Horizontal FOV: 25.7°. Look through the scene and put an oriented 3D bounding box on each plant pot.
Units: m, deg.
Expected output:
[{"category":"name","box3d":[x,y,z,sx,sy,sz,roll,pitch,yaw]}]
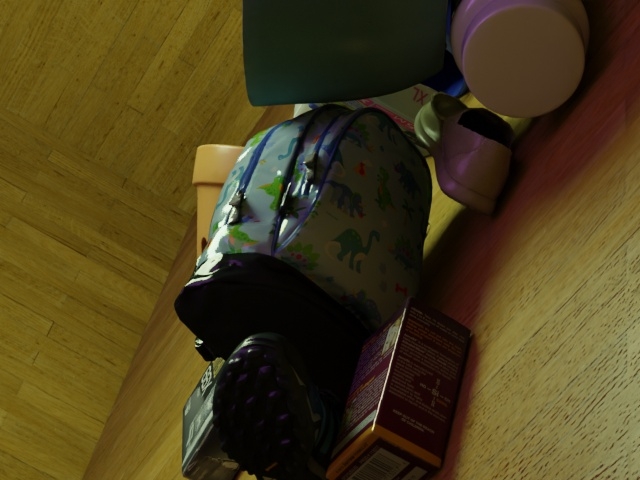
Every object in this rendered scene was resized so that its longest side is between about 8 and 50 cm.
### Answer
[{"category":"plant pot","box3d":[-0.072,-0.016,2.188,0.291,0.291,0.203,168,115,-76]},{"category":"plant pot","box3d":[0.040,-0.304,1.705,0.293,0.235,0.293,3,-90,-86]}]

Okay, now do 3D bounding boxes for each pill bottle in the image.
[{"category":"pill bottle","box3d":[0.234,-0.262,1.668,0.161,0.161,0.283,-54,12,27]}]

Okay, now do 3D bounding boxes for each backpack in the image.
[{"category":"backpack","box3d":[0.000,0.000,1.702,0.273,0.290,0.355,-33,30,24]}]

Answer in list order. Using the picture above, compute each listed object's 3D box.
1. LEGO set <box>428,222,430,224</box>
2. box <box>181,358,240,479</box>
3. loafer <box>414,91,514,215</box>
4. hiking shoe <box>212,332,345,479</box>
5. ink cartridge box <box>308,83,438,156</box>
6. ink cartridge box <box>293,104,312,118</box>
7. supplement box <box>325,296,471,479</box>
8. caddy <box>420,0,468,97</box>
[{"category":"LEGO set","box3d":[0.114,0.007,1.869,0.083,0.023,0.054,-60,11,-5]},{"category":"box","box3d":[-0.130,0.236,2.232,0.242,0.076,0.307,-58,11,9]},{"category":"loafer","box3d":[0.186,-0.122,1.710,0.092,0.102,0.268,-54,21,20]},{"category":"hiking shoe","box3d":[-0.032,0.190,1.472,0.132,0.113,0.304,-66,-26,-42]},{"category":"ink cartridge box","box3d":[0.092,-0.189,2.055,0.065,0.186,0.311,-63,10,-5]},{"category":"ink cartridge box","box3d":[0.034,-0.251,2.592,0.086,0.148,0.203,-58,10,19]},{"category":"supplement box","box3d":[0.081,0.165,1.439,0.104,0.081,0.188,-50,15,44]},{"category":"caddy","box3d":[0.118,-0.307,2.128,0.179,0.241,0.341,-56,9,-17]}]
